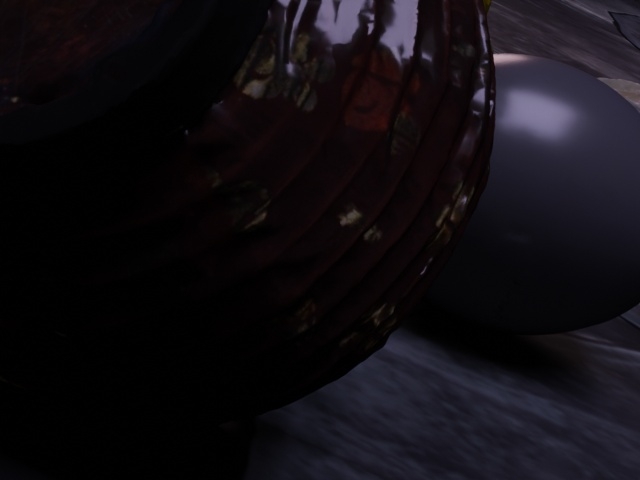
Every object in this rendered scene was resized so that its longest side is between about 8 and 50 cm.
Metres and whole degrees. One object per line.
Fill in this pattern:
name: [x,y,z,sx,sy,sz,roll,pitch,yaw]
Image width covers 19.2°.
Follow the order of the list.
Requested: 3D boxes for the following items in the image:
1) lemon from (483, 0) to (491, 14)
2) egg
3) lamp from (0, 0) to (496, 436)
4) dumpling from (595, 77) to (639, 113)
lemon: [0.042,-0.198,1.394,0.181,0.180,0.193,19,-4,-22]
egg: [0.110,-0.022,1.003,0.199,0.146,0.146,17,19,-34]
lamp: [-0.047,-0.040,0.704,0.247,0.247,0.247,24,17,-8]
dumpling: [0.278,-0.052,1.412,0.199,0.118,0.136,54,27,14]
